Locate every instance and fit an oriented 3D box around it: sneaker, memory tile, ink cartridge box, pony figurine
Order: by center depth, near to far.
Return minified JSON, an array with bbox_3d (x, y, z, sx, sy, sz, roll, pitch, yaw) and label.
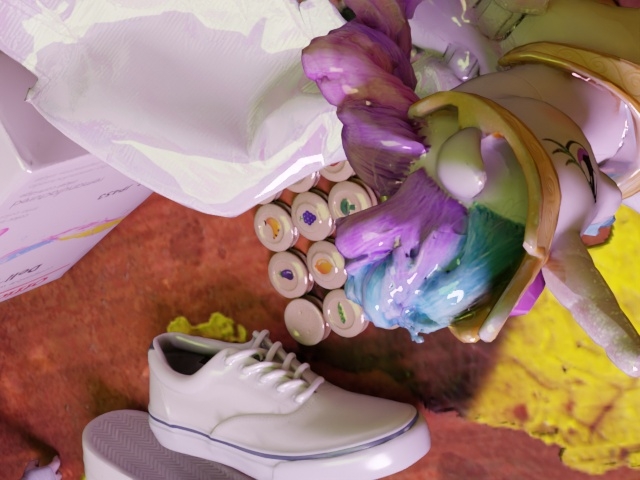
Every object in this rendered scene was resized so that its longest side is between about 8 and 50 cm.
[{"bbox_3d":[0.061,-0.115,0.517,0.351,0.363,0.303,44,128,16],"label":"pony figurine"},{"bbox_3d":[0.000,0.000,0.835,0.113,0.012,0.148,-13,98,40],"label":"memory tile"},{"bbox_3d":[-0.040,0.116,0.854,0.258,0.094,0.091,1,111,38],"label":"sneaker"},{"bbox_3d":[-0.248,-0.035,0.883,0.353,0.207,0.119,-36,82,41],"label":"ink cartridge box"},{"bbox_3d":[-0.089,0.278,0.953,0.292,0.108,0.169,31,125,36],"label":"sneaker"}]

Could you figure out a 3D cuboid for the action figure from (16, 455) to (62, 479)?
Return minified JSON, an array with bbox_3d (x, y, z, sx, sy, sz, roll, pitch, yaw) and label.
[{"bbox_3d":[-0.412,0.221,1.078,0.248,0.276,0.370,35,138,30],"label":"action figure"}]
